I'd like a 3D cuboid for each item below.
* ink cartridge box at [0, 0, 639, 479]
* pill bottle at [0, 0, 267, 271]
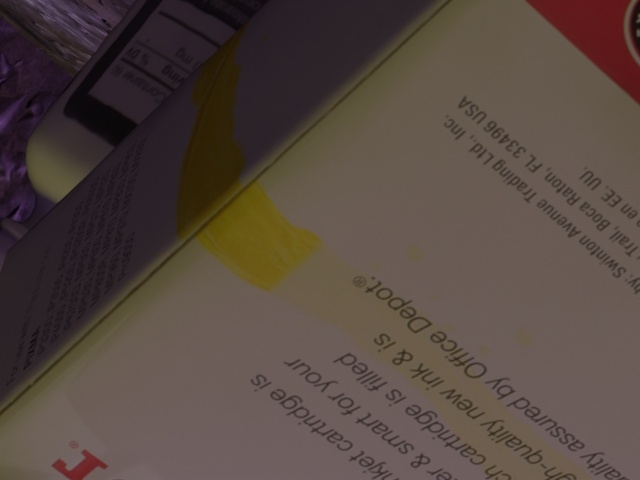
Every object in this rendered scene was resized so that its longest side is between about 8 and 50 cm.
[{"bbox_3d":[0.080,0.015,0.758,0.279,0.384,0.160,39,-153,-22],"label":"ink cartridge box"},{"bbox_3d":[-0.020,-0.055,0.987,0.204,0.361,0.204,38,174,4],"label":"pill bottle"}]
